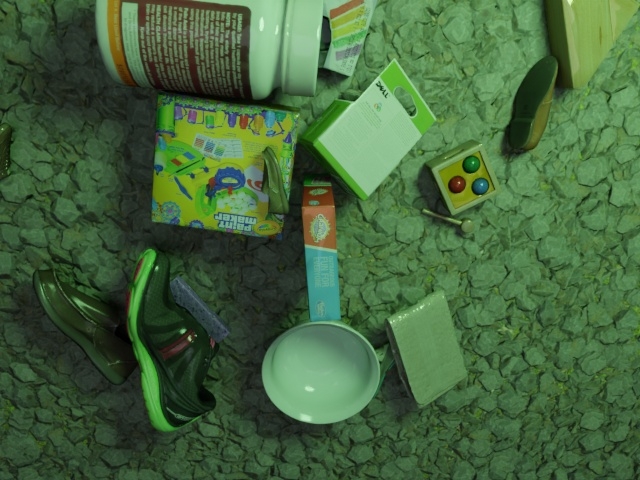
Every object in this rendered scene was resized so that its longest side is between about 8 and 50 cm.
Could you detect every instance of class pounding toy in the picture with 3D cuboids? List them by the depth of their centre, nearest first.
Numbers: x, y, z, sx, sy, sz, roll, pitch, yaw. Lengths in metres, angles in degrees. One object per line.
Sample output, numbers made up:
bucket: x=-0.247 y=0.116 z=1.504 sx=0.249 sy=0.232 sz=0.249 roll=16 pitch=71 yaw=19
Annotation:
pounding toy: x=0.330 y=-0.103 z=1.215 sx=0.181 sy=0.094 sz=0.206 roll=-26 pitch=106 yaw=7

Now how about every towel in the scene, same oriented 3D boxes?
towel: x=0.281 y=0.285 z=1.336 sx=0.187 sy=0.049 sz=0.283 roll=-25 pitch=108 yaw=-22

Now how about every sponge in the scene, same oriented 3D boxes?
sponge: x=-0.348 y=0.200 z=1.338 sx=0.117 sy=0.031 sz=0.210 roll=-37 pitch=105 yaw=11

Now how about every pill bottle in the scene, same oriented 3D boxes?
pill bottle: x=-0.195 y=-0.392 z=0.977 sx=0.391 sy=0.224 sz=0.224 roll=6 pitch=108 yaw=-2

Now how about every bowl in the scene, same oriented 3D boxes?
bowl: x=0.001 y=0.314 z=1.328 sx=0.297 sy=0.134 sz=0.298 roll=0 pitch=109 yaw=0

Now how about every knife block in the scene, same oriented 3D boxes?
knife block: x=0.529 y=-0.501 z=1.090 sx=0.242 sy=0.088 sz=0.276 roll=27 pitch=106 yaw=-9

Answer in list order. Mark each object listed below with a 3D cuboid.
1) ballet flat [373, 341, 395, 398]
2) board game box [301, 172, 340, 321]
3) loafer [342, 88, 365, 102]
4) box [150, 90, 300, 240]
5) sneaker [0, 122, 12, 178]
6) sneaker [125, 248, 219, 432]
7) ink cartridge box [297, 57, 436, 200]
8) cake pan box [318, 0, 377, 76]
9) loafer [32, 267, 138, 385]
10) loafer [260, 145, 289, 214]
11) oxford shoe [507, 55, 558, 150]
ballet flat: x=0.157 y=0.336 z=1.373 sx=0.068 sy=0.072 sz=0.213 roll=28 pitch=105 yaw=2
board game box: x=0.000 y=0.000 z=1.128 sx=0.064 sy=0.316 sz=0.243 roll=-3 pitch=109 yaw=0
loafer: x=0.111 y=-0.316 z=1.174 sx=0.125 sy=0.039 sz=0.045 roll=26 pitch=147 yaw=-8
box: x=-0.206 y=-0.174 z=1.139 sx=0.289 sy=0.177 sz=0.279 roll=9 pitch=108 yaw=-4
sneaker: x=-0.755 y=-0.188 z=1.195 sx=0.071 sy=0.066 sz=0.188 roll=31 pitch=111 yaw=-28
sneaker: x=-0.362 y=0.239 z=1.267 sx=0.202 sy=0.185 sz=0.483 roll=-11 pitch=112 yaw=-16
ink cartridge box: x=0.109 y=-0.248 z=1.143 sx=0.255 sy=0.097 sz=0.189 roll=-47 pitch=120 yaw=-4
cake pan box: x=-0.008 y=-0.509 z=1.090 sx=0.245 sy=0.070 sz=0.267 roll=19 pitch=108 yaw=-5
loafer: x=-0.582 y=0.201 z=1.301 sx=0.130 sy=0.133 sz=0.366 roll=-38 pitch=117 yaw=-17
loafer: x=-0.100 y=-0.117 z=1.040 sx=0.050 sy=0.056 sz=0.148 roll=-15 pitch=109 yaw=-4
oxford shoe: x=0.499 y=-0.312 z=1.173 sx=0.076 sy=0.076 sz=0.213 roll=4 pitch=109 yaw=-34
